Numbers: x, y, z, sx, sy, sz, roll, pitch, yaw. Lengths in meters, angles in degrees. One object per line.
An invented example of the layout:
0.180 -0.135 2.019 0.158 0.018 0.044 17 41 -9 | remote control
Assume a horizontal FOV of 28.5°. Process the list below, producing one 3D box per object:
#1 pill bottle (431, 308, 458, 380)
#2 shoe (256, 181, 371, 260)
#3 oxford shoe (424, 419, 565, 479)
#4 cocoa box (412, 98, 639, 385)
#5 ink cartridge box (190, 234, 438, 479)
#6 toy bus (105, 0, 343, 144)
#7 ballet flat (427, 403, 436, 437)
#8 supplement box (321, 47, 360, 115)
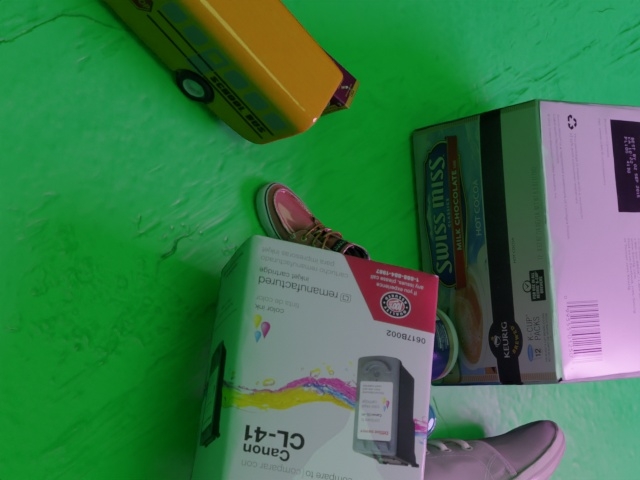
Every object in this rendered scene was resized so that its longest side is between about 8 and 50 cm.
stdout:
0.078 0.133 1.532 0.169 0.094 0.094 -4 87 -39 | pill bottle
0.000 0.000 1.494 0.063 0.081 0.178 -47 113 -34 | shoe
0.134 0.294 1.523 0.449 0.169 0.130 -21 83 -37 | oxford shoe
0.283 0.010 1.631 0.231 0.228 0.347 0 84 -39 | cocoa box
-0.005 0.171 1.342 0.226 0.131 0.306 13 65 -16 | ink cartridge box
-0.134 -0.256 1.386 0.333 0.130 0.108 46 58 -26 | toy bus
0.012 0.217 1.465 0.247 0.087 0.083 -3 73 -27 | ballet flat
-0.002 -0.196 1.537 0.083 0.055 0.043 38 62 -29 | supplement box
